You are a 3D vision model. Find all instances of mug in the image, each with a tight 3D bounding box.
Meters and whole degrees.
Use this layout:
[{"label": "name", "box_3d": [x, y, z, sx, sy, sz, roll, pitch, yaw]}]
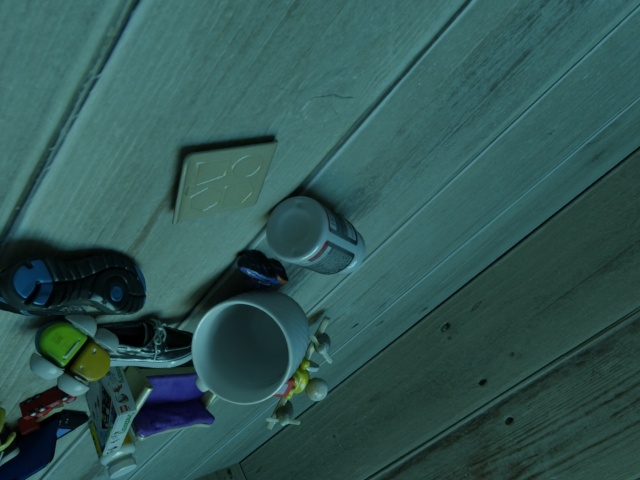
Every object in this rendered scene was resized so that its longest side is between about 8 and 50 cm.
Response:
[{"label": "mug", "box_3d": [-0.205, 0.304, 1.538, 0.374, 0.276, 0.328, -41, 175, 13]}]

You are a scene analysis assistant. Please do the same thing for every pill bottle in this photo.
[{"label": "pill bottle", "box_3d": [-0.685, 0.668, 1.785, 0.118, 0.208, 0.117, -25, 155, -13]}, {"label": "pill bottle", "box_3d": [0.000, 0.000, 1.362, 0.161, 0.161, 0.283, -37, 154, 14]}]

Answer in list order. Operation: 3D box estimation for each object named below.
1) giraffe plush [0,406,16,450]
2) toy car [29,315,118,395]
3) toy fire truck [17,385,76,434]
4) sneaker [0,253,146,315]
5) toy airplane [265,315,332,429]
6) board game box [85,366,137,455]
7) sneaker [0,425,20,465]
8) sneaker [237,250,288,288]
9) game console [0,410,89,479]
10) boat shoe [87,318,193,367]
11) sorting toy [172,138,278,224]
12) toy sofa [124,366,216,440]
[{"label": "giraffe plush", "box_3d": [-0.868, 0.469, 1.285, 0.181, 0.210, 0.170, -55, 136, -22]}, {"label": "toy car", "box_3d": [-0.570, 0.248, 1.226, 0.159, 0.136, 0.182, -57, 137, -24]}, {"label": "toy fire truck", "box_3d": [-0.771, 0.473, 1.518, 0.192, 0.047, 0.135, -26, 155, -13]}, {"label": "sneaker", "box_3d": [-0.494, 0.090, 1.074, 0.140, 0.125, 0.341, -11, 166, 24]}, {"label": "toy airplane", "box_3d": [-0.082, 0.518, 2.069, 0.384, 0.272, 0.386, -44, 153, -34]}, {"label": "board game box", "box_3d": [-0.594, 0.456, 1.512, 0.053, 0.193, 0.305, -10, 149, -37]}, {"label": "sneaker", "box_3d": [-0.892, 0.553, 1.421, 0.079, 0.121, 0.217, -25, 180, -5]}, {"label": "sneaker", "box_3d": [-0.165, 0.094, 1.454, 0.087, 0.083, 0.221, -30, 154, 12]}, {"label": "game console", "box_3d": [-0.863, 0.655, 1.607, 0.293, 0.173, 0.250, -31, 155, 0]}, {"label": "boat shoe", "box_3d": [-0.449, 0.257, 1.406, 0.306, 0.113, 0.105, 10, 129, -34]}, {"label": "sorting toy", "box_3d": [-0.195, -0.121, 1.076, 0.208, 0.038, 0.193, -19, 153, -34]}, {"label": "toy sofa", "box_3d": [-0.462, 0.498, 1.719, 0.150, 0.177, 0.362, -56, 150, 9]}]
